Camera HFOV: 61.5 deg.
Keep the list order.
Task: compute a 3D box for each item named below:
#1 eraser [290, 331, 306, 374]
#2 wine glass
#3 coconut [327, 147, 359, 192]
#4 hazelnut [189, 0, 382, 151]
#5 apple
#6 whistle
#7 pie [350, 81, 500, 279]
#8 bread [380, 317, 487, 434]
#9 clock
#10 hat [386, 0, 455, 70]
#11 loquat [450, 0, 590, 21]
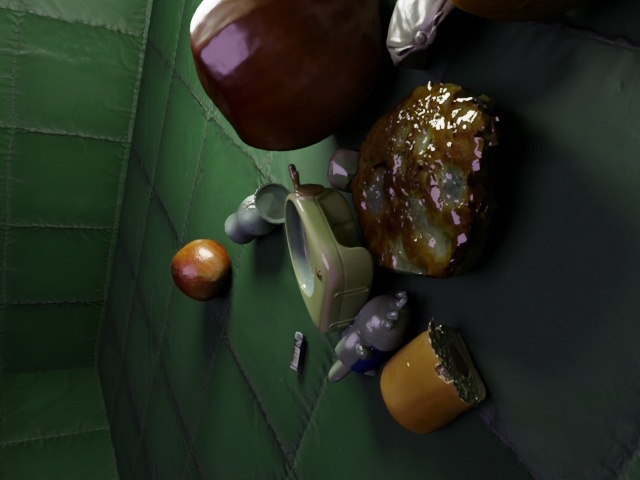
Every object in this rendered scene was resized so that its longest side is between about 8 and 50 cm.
[{"bbox_3d":[-0.049,0.252,1.204,0.027,0.019,0.099,19,105,43],"label":"eraser"},{"bbox_3d":[-0.156,-0.057,1.312,0.231,0.103,0.103,-27,66,57],"label":"wine glass"},{"bbox_3d":[0.052,-0.130,1.010,0.083,0.082,0.081,-31,24,7],"label":"coconut"},{"bbox_3d":[-0.063,-0.350,0.999,0.366,0.366,0.365,-4,85,58],"label":"hazelnut"},{"bbox_3d":[-0.351,0.092,1.589,0.173,0.160,0.195,49,139,19],"label":"apple"},{"bbox_3d":[0.084,0.172,0.923,0.244,0.092,0.110,-57,0,35],"label":"whistle"},{"bbox_3d":[0.154,-0.088,0.819,0.355,0.103,0.288,179,92,-65],"label":"pie"},{"bbox_3d":[0.158,0.213,0.813,0.173,0.085,0.134,-54,45,41],"label":"bread"},{"bbox_3d":[0.000,0.000,1.009,0.235,0.096,0.307,95,158,-54],"label":"clock"},{"bbox_3d":[0.158,-0.389,0.808,0.214,0.149,0.244,-40,67,50],"label":"hat"},{"bbox_3d":[0.234,-0.379,0.563,0.284,0.276,0.275,5,93,51],"label":"loquat"}]
